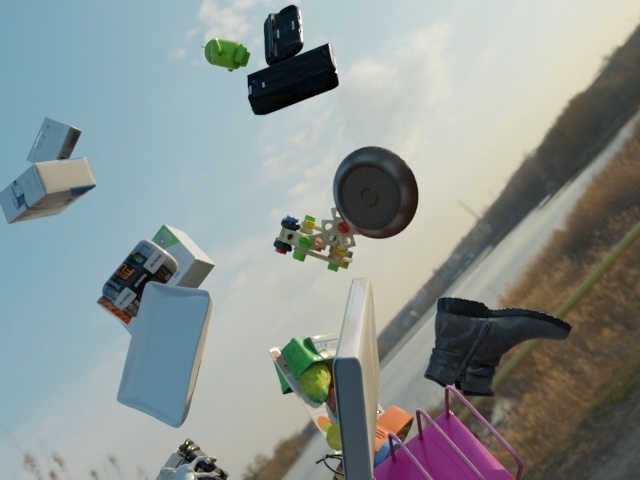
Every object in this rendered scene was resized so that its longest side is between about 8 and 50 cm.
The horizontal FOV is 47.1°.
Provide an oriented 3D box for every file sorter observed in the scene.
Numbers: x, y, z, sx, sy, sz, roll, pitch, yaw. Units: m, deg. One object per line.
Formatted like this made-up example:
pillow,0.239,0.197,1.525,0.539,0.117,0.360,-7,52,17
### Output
file sorter,0.177,0.423,1.269,0.291,0.202,0.182,-35,-35,-14

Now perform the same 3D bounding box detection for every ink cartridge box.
ink cartridge box,-0.636,-0.116,1.704,0.191,0.082,0.140,-27,-6,39
ink cartridge box,-0.552,0.150,2.519,0.353,0.207,0.119,-51,-29,7
ink cartridge box,-0.764,-0.269,2.100,0.045,0.179,0.145,25,-92,-43

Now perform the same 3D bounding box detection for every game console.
game console,-0.072,-0.449,1.751,0.213,0.361,0.044,-18,-42,14

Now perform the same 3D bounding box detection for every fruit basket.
fruit basket,0.046,0.422,2.088,0.327,0.353,0.165,3,-52,-53

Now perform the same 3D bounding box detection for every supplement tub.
supplement tub,-0.441,0.101,1.763,0.190,0.117,0.117,-54,-7,-18

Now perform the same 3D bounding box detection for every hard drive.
hard drive,0.061,0.203,1.127,0.307,0.040,0.203,-68,-27,-71

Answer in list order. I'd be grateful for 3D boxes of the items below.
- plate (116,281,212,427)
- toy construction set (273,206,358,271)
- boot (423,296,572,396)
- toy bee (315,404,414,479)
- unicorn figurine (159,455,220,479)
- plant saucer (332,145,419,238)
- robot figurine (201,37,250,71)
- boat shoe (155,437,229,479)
plate,-0.323,0.234,1.559,0.045,0.277,0.278,18,-100,-39
toy construction set,0.000,0.000,1.823,0.327,0.215,0.151,123,166,-78
boot,0.419,0.268,1.753,0.118,0.338,0.222,90,-172,-80
toy bee,0.072,0.439,1.454,0.298,0.195,0.162,1,-64,-38
unicorn figurine,-0.237,0.441,1.339,0.111,0.060,0.162,-14,24,-8
plant saucer,0.106,-0.095,1.525,0.198,0.198,0.036,-52,-14,28
robot figurine,-0.231,-0.455,1.789,0.101,0.115,0.067,37,-112,-74
boat shoe,-0.376,0.691,1.892,0.340,0.158,0.127,-58,-7,11
